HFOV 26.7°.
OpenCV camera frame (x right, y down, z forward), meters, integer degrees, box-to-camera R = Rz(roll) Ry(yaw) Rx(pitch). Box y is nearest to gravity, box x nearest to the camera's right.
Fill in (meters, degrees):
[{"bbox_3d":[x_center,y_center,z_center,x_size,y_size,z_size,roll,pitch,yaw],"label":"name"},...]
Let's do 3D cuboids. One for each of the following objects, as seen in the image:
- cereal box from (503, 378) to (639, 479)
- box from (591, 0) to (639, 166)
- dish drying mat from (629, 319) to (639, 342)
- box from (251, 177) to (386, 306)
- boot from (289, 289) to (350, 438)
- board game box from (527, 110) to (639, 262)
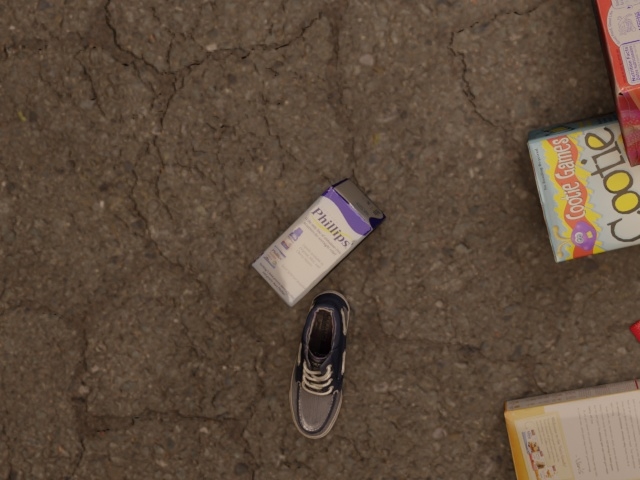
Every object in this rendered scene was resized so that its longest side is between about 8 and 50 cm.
[{"bbox_3d":[0.353,0.259,1.617,0.240,0.047,0.173,-10,101,9],"label":"cereal box"},{"bbox_3d":[0.363,-0.246,1.413,0.154,0.142,0.300,-12,57,11],"label":"box"},{"bbox_3d":[0.407,0.129,1.610,0.032,0.008,0.083,-37,92,14],"label":"dish drying mat"},{"bbox_3d":[0.000,0.000,1.596,0.137,0.126,0.072,-44,89,12],"label":"box"},{"bbox_3d":[-0.006,0.158,1.641,0.069,0.086,0.190,7,100,8],"label":"boot"},{"bbox_3d":[0.383,-0.082,1.512,0.275,0.144,0.142,-13,97,11],"label":"board game box"}]
